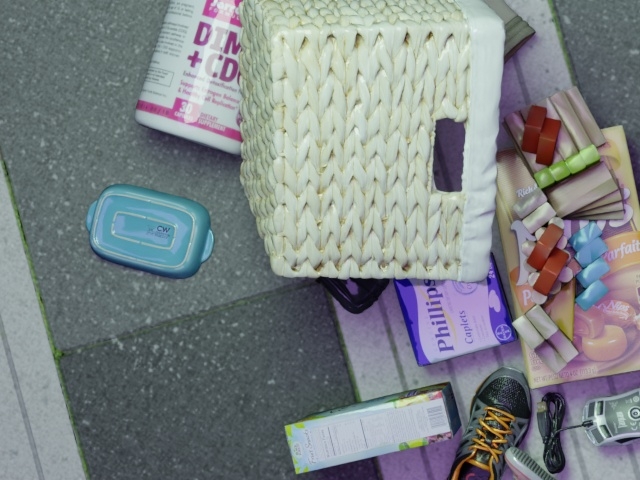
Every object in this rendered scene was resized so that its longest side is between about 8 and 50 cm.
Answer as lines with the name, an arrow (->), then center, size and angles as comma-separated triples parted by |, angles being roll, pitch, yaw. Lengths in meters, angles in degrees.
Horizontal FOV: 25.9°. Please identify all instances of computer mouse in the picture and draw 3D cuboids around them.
computer mouse -> 0.383, 0.240, 1.831 | 0.193, 0.042, 0.106 | -11, 68, 9

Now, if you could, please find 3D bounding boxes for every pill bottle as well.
pill bottle -> -0.134, -0.268, 1.863 | 0.160, 0.160, 0.283 | 17, 91, 9

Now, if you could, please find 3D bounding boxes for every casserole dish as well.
casserole dish -> -0.242, -0.014, 1.939 | 0.188, 0.037, 0.114 | 14, 92, 8

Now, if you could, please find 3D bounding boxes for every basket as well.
basket -> 0.050, -0.149, 1.675 | 0.266, 0.331, 0.328 | -4, 115, -10

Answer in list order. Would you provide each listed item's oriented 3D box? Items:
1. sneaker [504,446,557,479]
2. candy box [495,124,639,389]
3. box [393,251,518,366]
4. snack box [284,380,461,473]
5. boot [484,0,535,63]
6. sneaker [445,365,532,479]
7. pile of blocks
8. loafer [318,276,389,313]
sneaker -> 0.271, 0.329, 1.824 | 0.070, 0.051, 0.134 | -42, 118, 13
candy box -> 0.334, 0.023, 1.822 | 0.183, 0.087, 0.316 | -11, 87, 8
box -> 0.180, 0.091, 1.853 | 0.137, 0.072, 0.126 | -17, 86, 9
snack box -> 0.072, 0.242, 1.814 | 0.207, 0.174, 0.070 | -15, 85, 8
boot -> 0.161, -0.267, 1.863 | 0.213, 0.077, 0.165 | -39, 86, 6
sneaker -> 0.223, 0.270, 1.837 | 0.084, 0.083, 0.215 | 19, 90, 10
pile of blocks -> 0.305, -0.015, 1.725 | 0.149, 0.112, 0.362 | -3, 88, 10
loafer -> 0.000, 0.000, 1.884 | 0.078, 0.076, 0.223 | -43, 88, 0
